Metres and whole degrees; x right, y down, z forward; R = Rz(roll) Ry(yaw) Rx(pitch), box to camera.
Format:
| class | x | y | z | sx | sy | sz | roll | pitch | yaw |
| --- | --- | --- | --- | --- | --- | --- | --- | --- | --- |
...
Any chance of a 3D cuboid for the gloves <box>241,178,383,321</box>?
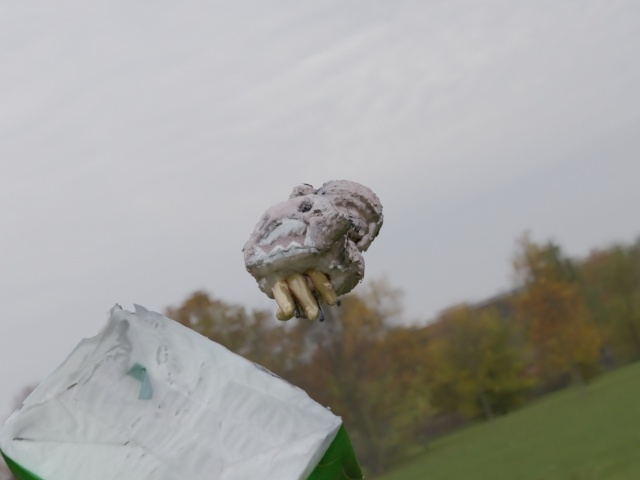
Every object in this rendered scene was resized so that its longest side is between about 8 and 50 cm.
| class | x | y | z | sx | sy | sz | roll | pitch | yaw |
| --- | --- | --- | --- | --- | --- | --- | --- | --- | --- |
| gloves | -0.004 | 0.002 | 1.329 | 0.110 | 0.094 | 0.144 | -35 | 6 | 16 |

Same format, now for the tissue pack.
| class | x | y | z | sx | sy | sz | roll | pitch | yaw |
| --- | --- | --- | --- | --- | --- | --- | --- | --- | --- |
| tissue pack | -0.067 | 0.166 | 0.818 | 0.156 | 0.148 | 0.209 | -49 | -32 | -22 |
